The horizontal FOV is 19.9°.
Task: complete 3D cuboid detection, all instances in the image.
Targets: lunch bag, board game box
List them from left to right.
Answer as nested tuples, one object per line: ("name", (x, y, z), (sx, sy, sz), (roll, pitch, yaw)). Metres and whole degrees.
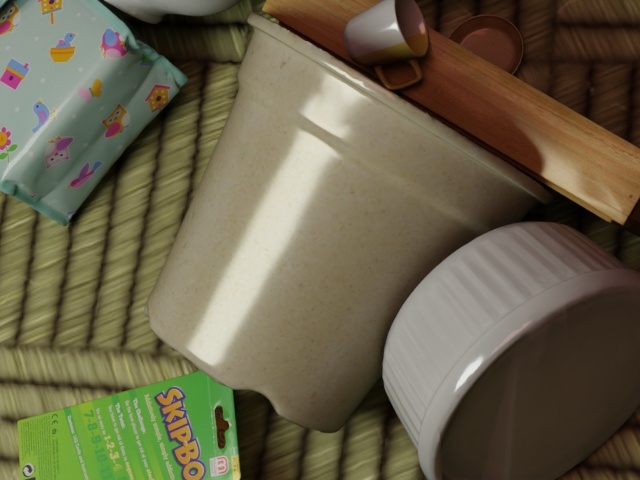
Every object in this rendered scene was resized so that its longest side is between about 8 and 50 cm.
("lunch bag", (-0.309, -0.186, 1.944), (0.223, 0.160, 0.262), (-48, 58, 5))
("board game box", (-0.187, 0.212, 1.807), (0.259, 0.039, 0.124), (-18, 67, 28))

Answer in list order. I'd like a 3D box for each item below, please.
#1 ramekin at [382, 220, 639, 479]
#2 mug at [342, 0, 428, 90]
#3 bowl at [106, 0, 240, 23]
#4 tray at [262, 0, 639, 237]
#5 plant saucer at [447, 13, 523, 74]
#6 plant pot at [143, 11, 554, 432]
("ramekin", (0.178, 0.102, 1.653), (0.273, 0.273, 0.127), (-40, 55, 0))
("mug", (0.057, -0.180, 1.658), (0.064, 0.062, 0.078), (-17, 71, 27))
("bowl", (-0.191, -0.319, 1.902), (0.298, 0.298, 0.134), (40, 102, 24))
("tray", (0.155, -0.132, 1.755), (0.411, 0.203, 0.076), (34, 97, 21))
("plant saucer", (0.170, -0.193, 1.885), (0.083, 0.015, 0.083), (-5, 71, 15))
("plant pot", (0.000, 0.000, 1.726), (0.334, 0.334, 0.305), (33, 93, 23))
